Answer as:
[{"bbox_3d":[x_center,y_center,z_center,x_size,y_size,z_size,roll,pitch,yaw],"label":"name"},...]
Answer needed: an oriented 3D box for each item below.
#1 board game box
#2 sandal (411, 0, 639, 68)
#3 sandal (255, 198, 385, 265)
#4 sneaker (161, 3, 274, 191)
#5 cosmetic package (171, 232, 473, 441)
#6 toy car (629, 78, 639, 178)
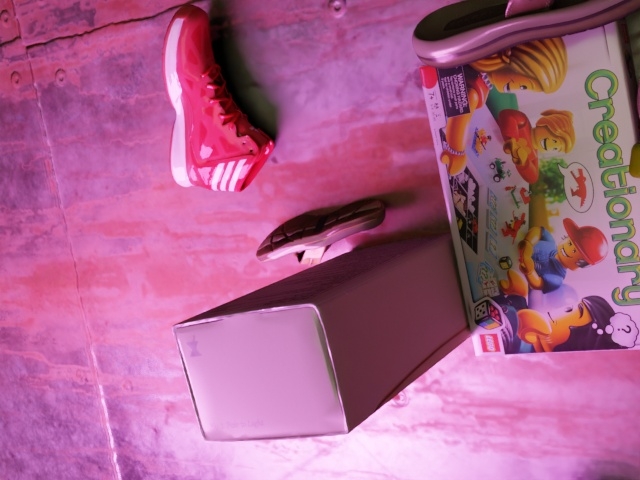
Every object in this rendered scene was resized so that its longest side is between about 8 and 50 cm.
[{"bbox_3d":[0.219,-0.042,0.800,0.193,0.053,0.305,-9,97,33],"label":"board game box"},{"bbox_3d":[0.202,-0.233,0.713,0.303,0.120,0.086,-13,118,35],"label":"sandal"},{"bbox_3d":[0.000,0.000,0.948,0.180,0.072,0.049,-16,115,30],"label":"sandal"},{"bbox_3d":[-0.110,-0.161,0.971,0.128,0.087,0.221,12,121,20],"label":"sneaker"},{"bbox_3d":[0.025,0.082,0.798,0.160,0.309,0.113,-11,96,34],"label":"cosmetic package"},{"bbox_3d":[0.362,-0.115,0.649,0.188,0.149,0.155,5,101,2],"label":"toy car"}]
